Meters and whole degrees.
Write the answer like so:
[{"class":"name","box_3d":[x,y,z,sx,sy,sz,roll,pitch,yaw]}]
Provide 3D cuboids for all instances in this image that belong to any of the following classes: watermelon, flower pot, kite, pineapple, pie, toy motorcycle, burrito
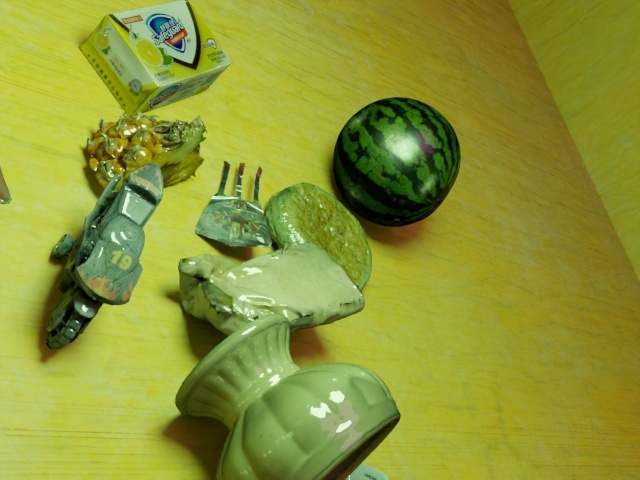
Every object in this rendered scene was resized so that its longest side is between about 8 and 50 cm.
[{"class":"watermelon","box_3d":[0.167,-0.171,2.010,0.285,0.285,0.285,32,39,-30]},{"class":"flower pot","box_3d":[-0.055,0.260,1.348,0.244,0.307,0.307,47,31,15]},{"class":"kite","box_3d":[-0.154,-0.073,1.716,0.141,0.015,0.245,14,40,-11]},{"class":"pineapple","box_3d":[-0.288,-0.183,1.561,0.140,0.164,0.250,53,35,12]},{"class":"pie","box_3d":[0.000,0.000,1.839,0.277,0.078,0.277,38,33,-30]},{"class":"toy motorcycle","box_3d":[-0.311,0.019,1.331,0.108,0.173,0.307,36,39,-24]},{"class":"burrito","box_3d":[-0.096,0.101,1.560,0.332,0.135,0.190,-9,53,-50]}]

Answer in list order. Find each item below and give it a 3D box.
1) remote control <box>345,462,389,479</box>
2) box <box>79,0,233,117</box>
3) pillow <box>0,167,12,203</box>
[{"class":"remote control","box_3d":[0.066,0.502,1.484,0.103,0.051,0.293,31,43,-30]},{"class":"box","box_3d":[-0.306,-0.352,1.740,0.168,0.097,0.265,55,33,0]},{"class":"pillow","box_3d":[-0.531,-0.124,1.270,0.179,0.075,0.171,1,60,-51]}]
